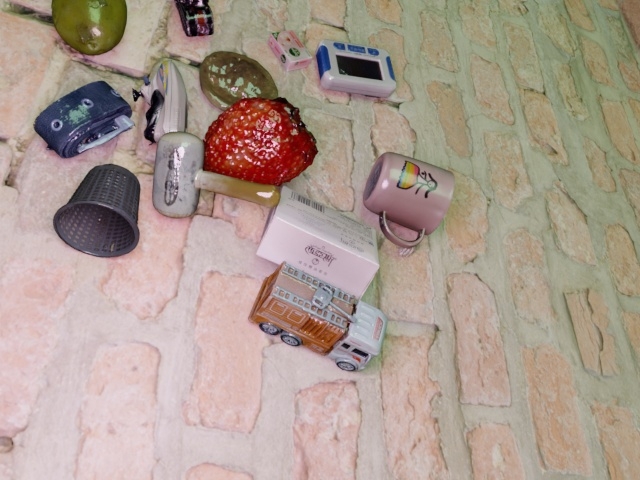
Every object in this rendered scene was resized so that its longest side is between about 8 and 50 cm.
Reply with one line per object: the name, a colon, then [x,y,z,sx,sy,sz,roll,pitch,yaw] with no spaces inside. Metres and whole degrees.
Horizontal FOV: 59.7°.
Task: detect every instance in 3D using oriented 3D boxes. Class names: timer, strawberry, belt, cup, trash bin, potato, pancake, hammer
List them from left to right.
potato: [-0.603,-0.603,1.459,0.186,0.148,0.253,-9,66,-31]
belt: [-0.543,-0.277,1.314,0.128,0.122,0.218,45,53,1]
trash bin: [-0.471,-0.075,1.218,0.175,0.175,0.161,14,45,-17]
belt: [-0.402,-0.756,1.664,0.094,0.126,0.359,-12,62,-19]
hammer: [-0.237,-0.133,1.286,0.305,0.202,0.113,12,16,8]
pancake: [-0.237,-0.454,1.599,0.242,0.050,0.242,11,58,-18]
strawberry: [-0.170,-0.235,1.408,0.288,0.250,0.238,-31,101,-9]
timer: [0.111,-0.548,1.797,0.253,0.078,0.178,3,64,-21]
cup: [0.229,-0.108,1.539,0.200,0.191,0.252,19,72,-10]

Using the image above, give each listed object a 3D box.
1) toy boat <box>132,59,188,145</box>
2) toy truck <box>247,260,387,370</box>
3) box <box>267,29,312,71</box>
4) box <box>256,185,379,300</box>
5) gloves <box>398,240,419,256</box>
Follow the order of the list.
toy boat: [-0.398,-0.336,1.414,0.141,0.141,0.269,-8,64,-28]
toy truck: [0.006,0.173,1.280,0.305,0.162,0.136,27,54,-9]
box: [-0.096,-0.598,1.750,0.089,0.043,0.125,-26,75,-33]
box: [-0.002,0.002,1.359,0.274,0.116,0.203,25,24,-10]
gloves: [0.248,0.018,1.563,0.044,0.037,0.081,27,51,37]
